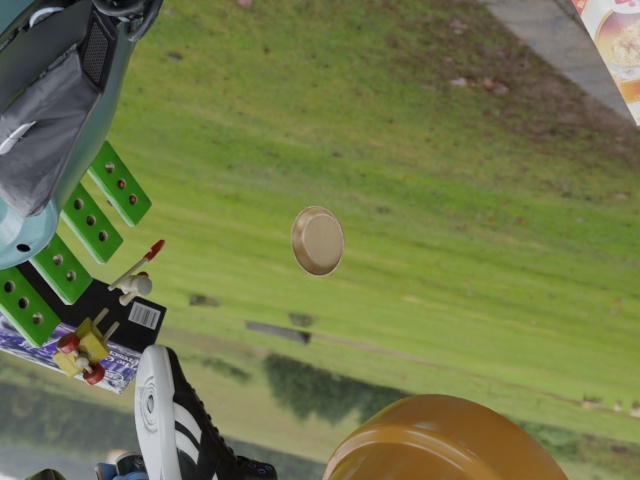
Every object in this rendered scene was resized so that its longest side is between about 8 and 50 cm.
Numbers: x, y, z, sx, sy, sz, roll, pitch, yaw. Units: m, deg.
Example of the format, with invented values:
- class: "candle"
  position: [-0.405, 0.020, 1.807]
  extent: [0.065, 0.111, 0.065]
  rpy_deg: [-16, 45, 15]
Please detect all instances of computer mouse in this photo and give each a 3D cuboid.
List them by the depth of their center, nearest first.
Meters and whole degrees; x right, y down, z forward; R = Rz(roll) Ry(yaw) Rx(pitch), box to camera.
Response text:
- class: "computer mouse"
  position: [-0.142, -0.135, 0.540]
  extent: [0.060, 0.184, 0.262]
  rpy_deg: [17, 150, -23]

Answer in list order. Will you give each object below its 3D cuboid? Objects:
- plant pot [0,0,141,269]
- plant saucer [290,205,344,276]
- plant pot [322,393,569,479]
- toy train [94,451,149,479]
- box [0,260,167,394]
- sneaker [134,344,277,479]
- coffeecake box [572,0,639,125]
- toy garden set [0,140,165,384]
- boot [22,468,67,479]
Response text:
- class: "plant pot"
  position: [-0.297, -0.122, 0.826]
  extent: [0.272, 0.255, 0.271]
  rpy_deg: [-2, 143, -2]
- class: "plant saucer"
  position: [0.000, 0.000, 1.145]
  extent: [0.083, 0.083, 0.015]
  rpy_deg: [0, -174, 42]
- class: "plant pot"
  position: [0.052, 0.235, 0.662]
  extent: [0.205, 0.205, 0.188]
  rpy_deg: [0, -163, 41]
- class: "toy train"
  position: [-0.234, 0.347, 1.215]
  extent: [0.080, 0.105, 0.184]
  rpy_deg: [18, -150, -36]
- class: "box"
  position: [-0.411, 0.138, 1.607]
  extent: [0.261, 0.103, 0.184]
  rpy_deg: [23, 146, -14]
- class: "sneaker"
  position: [-0.110, 0.207, 0.971]
  extent: [0.121, 0.216, 0.079]
  rpy_deg: [0, 156, -30]
- class: "coffeecake box"
  position: [0.377, -0.225, 1.050]
  extent: [0.142, 0.068, 0.185]
  rpy_deg: [-7, 129, 47]
- class: "toy garden set"
  position: [-0.289, 0.034, 1.198]
  extent: [0.049, 0.244, 0.203]
  rpy_deg: [-1, 133, 38]
- class: "boot"
  position: [-0.423, 0.511, 1.244]
  extent: [0.284, 0.377, 0.138]
  rpy_deg: [-17, 168, 3]
